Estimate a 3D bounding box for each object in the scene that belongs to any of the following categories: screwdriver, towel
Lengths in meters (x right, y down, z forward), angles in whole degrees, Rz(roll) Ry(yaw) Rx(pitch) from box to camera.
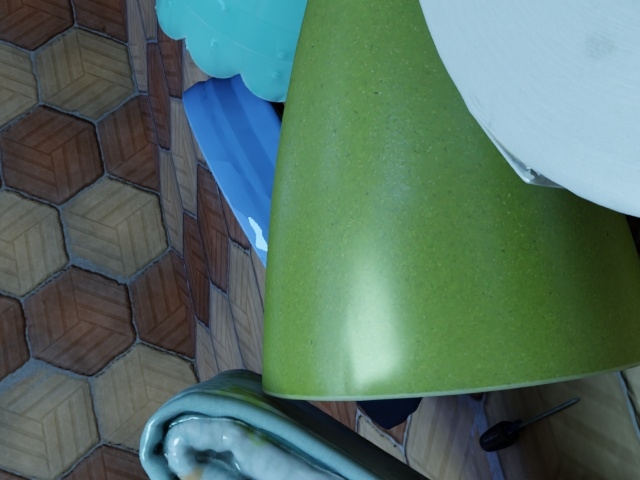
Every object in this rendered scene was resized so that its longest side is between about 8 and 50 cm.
[{"bbox_3d":[0.184,0.157,0.913,0.170,0.024,0.025,125,163,-56],"label":"screwdriver"},{"bbox_3d":[0.054,0.220,0.769,0.090,0.374,0.320,-57,-4,-5],"label":"towel"}]

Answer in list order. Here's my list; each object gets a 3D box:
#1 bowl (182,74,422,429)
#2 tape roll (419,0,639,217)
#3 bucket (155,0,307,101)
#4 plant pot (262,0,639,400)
[{"bbox_3d":[0.000,0.000,1.029,0.391,0.077,0.391,58,-176,-7],"label":"bowl"},{"bbox_3d":[0.183,-0.193,0.410,0.392,0.072,0.391,-1,88,54],"label":"tape roll"},{"bbox_3d":[-0.006,-0.272,0.902,0.183,0.281,0.281,113,144,-52],"label":"bucket"},{"bbox_3d":[0.082,-0.055,0.727,0.275,0.275,0.293,168,96,-72],"label":"plant pot"}]
